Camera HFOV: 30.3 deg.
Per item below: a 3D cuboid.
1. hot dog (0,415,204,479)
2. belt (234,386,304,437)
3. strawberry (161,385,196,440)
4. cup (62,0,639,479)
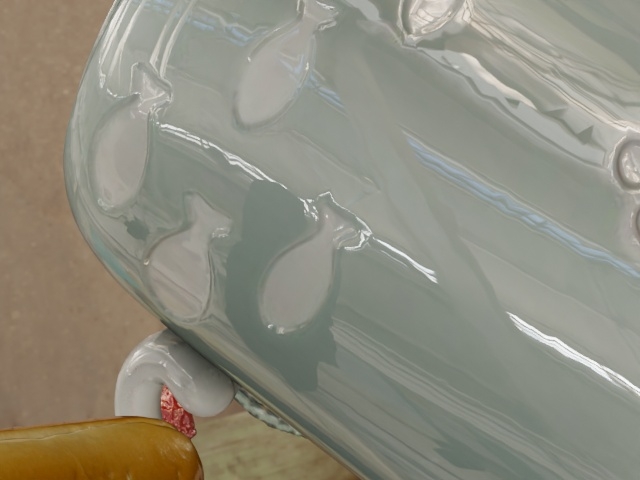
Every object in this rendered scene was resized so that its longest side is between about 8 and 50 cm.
[{"bbox_3d":[-0.100,0.098,0.355,0.062,0.235,0.092,39,104,22],"label":"hot dog"},{"bbox_3d":[0.000,0.000,0.756,0.206,0.160,0.295,-23,92,16],"label":"belt"},{"bbox_3d":[-0.194,0.205,1.367,0.146,0.082,0.187,-56,32,35],"label":"strawberry"},{"bbox_3d":[0.035,0.011,0.500,0.274,0.259,0.357,36,109,5],"label":"cup"}]
